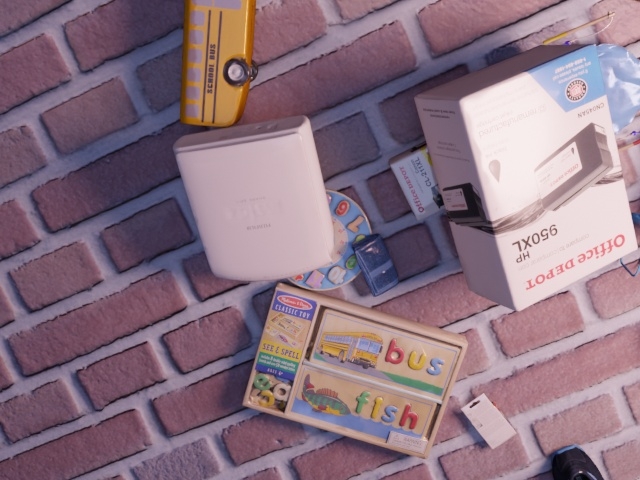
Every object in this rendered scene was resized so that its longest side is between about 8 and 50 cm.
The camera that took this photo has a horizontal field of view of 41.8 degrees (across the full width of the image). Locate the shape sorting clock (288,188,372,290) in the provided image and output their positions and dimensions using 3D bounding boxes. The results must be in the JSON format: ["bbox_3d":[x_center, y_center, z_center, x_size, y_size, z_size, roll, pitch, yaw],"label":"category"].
[{"bbox_3d":[0.000,0.000,1.667,0.206,0.040,0.206,1,104,2],"label":"shape sorting clock"}]

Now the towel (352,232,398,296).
[{"bbox_3d":[0.112,0.049,1.662,0.067,0.029,0.119,-29,113,-10],"label":"towel"}]

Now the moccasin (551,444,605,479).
[{"bbox_3d":[0.571,0.593,1.741,0.137,0.117,0.342,-33,100,10],"label":"moccasin"}]

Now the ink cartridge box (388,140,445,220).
[{"bbox_3d":[0.234,-0.133,1.607,0.175,0.072,0.127,-27,102,8],"label":"ink cartridge box"}]

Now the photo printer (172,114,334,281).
[{"bbox_3d":[-0.113,-0.063,1.561,0.256,0.107,0.308,-8,119,9],"label":"photo printer"}]

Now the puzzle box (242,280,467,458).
[{"bbox_3d":[0.068,0.267,1.721,0.408,0.052,0.272,16,103,-1],"label":"puzzle box"}]

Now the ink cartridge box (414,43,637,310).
[{"bbox_3d":[0.372,-0.116,1.494,0.285,0.166,0.395,-24,109,-16],"label":"ink cartridge box"}]

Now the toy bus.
[{"bbox_3d":[-0.183,-0.382,1.551,0.130,0.108,0.333,6,104,3],"label":"toy bus"}]

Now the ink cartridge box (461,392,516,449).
[{"bbox_3d":[0.348,0.371,1.744,0.063,0.029,0.115,-37,98,11],"label":"ink cartridge box"}]

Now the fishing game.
[{"bbox_3d":[0.515,-0.280,1.578,0.189,0.041,0.264,-25,107,16],"label":"fishing game"}]

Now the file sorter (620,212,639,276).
[{"bbox_3d":[0.679,0.027,1.603,0.170,0.118,0.105,13,108,0],"label":"file sorter"}]
